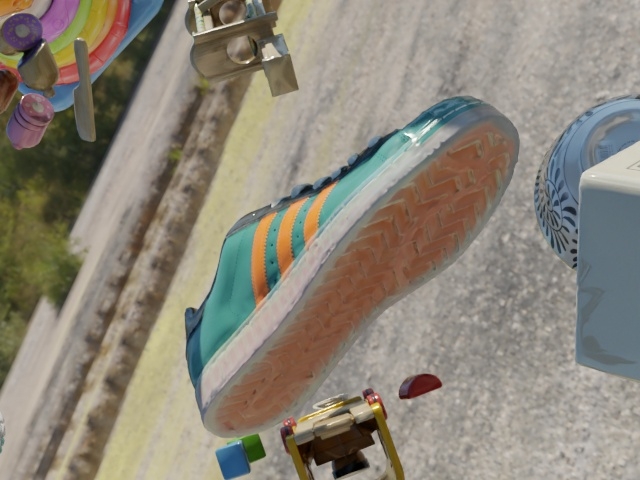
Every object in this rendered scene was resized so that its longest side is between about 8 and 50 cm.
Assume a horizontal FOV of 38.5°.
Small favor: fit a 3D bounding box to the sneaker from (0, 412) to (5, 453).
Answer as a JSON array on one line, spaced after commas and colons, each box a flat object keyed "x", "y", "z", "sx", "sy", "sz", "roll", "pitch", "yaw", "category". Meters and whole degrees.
[{"x": -0.363, "y": 0.149, "z": 0.889, "sx": 0.065, "sy": 0.076, "sz": 0.166, "roll": -33, "pitch": 63, "yaw": -1, "category": "sneaker"}]

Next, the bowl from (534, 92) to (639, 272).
[{"x": 0.247, "y": -0.054, "z": 0.717, "sx": 0.170, "sy": 0.170, "sz": 0.080, "roll": -68, "pitch": -27, "yaw": -12, "category": "bowl"}]

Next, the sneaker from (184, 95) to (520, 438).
[{"x": 0.000, "y": 0.000, "z": 0.639, "sx": 0.302, "sy": 0.108, "sz": 0.121, "roll": -46, "pitch": 49, "yaw": 19, "category": "sneaker"}]

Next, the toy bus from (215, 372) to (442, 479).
[{"x": 0.024, "y": 0.209, "z": 0.884, "sx": 0.191, "sy": 0.202, "sz": 0.104, "roll": -26, "pitch": 81, "yaw": 43, "category": "toy bus"}]

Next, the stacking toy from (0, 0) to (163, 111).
[{"x": -0.242, "y": -0.203, "z": 0.744, "sx": 0.175, "sy": 0.166, "sz": 0.302, "roll": -46, "pitch": 13, "yaw": 4, "category": "stacking toy"}]

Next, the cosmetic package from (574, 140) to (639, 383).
[{"x": 0.294, "y": 0.023, "z": 0.420, "sx": 0.309, "sy": 0.160, "sz": 0.113, "roll": 14, "pitch": 117, "yaw": 41, "category": "cosmetic package"}]

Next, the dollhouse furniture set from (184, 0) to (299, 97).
[{"x": -0.102, "y": -0.250, "z": 0.946, "sx": 0.182, "sy": 0.101, "sz": 0.161, "roll": -107, "pitch": 1, "yaw": -55, "category": "dollhouse furniture set"}]

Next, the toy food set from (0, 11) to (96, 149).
[{"x": -0.178, "y": -0.089, "z": 0.501, "sx": 0.019, "sy": 0.122, "sz": 0.078, "roll": -38, "pitch": -44, "yaw": -52, "category": "toy food set"}]
